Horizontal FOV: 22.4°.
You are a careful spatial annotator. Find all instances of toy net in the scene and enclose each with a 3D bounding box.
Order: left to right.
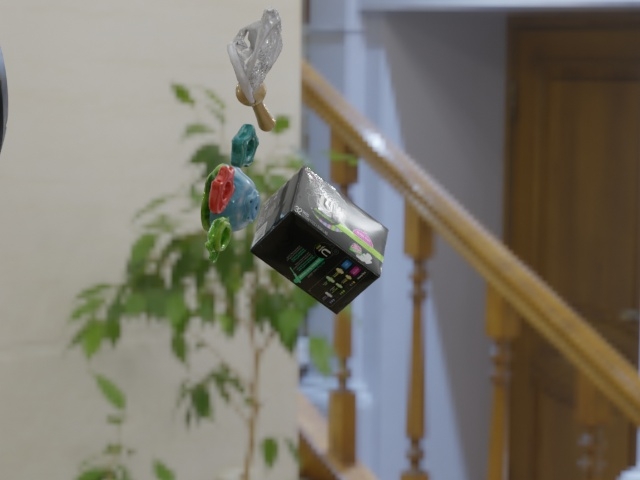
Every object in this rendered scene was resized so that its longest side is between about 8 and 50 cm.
[{"bbox_3d":[-0.081,-0.103,1.484,0.045,0.232,0.122,16,23,18],"label":"toy net"}]

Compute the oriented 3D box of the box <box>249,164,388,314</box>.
[{"bbox_3d":[0.000,0.000,1.169,0.083,0.052,0.062,36,33,-17],"label":"box"}]

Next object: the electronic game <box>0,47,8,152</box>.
[{"bbox_3d":[-0.327,-0.145,1.342,0.048,0.229,0.229,-20,17,-37],"label":"electronic game"}]
